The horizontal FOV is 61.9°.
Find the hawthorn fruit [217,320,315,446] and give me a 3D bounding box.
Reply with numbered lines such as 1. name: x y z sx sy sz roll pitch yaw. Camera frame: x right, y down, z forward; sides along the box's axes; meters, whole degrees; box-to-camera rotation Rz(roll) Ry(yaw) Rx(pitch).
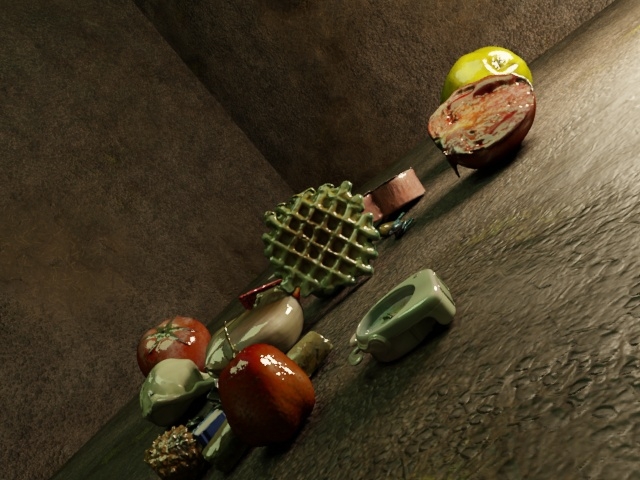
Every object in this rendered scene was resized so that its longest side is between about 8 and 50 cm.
1. hawthorn fruit: -0.108 0.234 0.885 0.162 0.203 0.162 -38 8 6

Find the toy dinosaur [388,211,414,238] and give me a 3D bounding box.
1. toy dinosaur: 0.231 -0.041 1.550 0.080 0.045 0.197 -54 0 -4

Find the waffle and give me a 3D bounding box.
1. waffle: 0.000 0.000 1.424 0.309 0.292 0.056 -20 -12 3

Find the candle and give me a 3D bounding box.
1. candle: 0.215 -0.123 1.894 0.316 0.131 0.287 -30 1 10

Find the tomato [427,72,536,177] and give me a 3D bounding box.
1. tomato: 0.460 -0.304 1.467 0.308 0.170 0.309 -23 48 28

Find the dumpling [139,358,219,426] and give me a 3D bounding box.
1. dumpling: -0.421 0.459 1.622 0.242 0.187 0.318 -1 6 -20

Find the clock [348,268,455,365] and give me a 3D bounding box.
1. clock: 0.124 0.132 0.864 0.191 0.062 0.151 -40 7 14

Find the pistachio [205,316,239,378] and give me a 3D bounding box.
1. pistachio: -0.260 0.313 1.585 0.144 0.144 0.215 -35 5 41

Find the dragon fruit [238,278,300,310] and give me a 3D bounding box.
1. dragon fruit: -0.127 0.186 1.821 0.274 0.126 0.161 -25 4 35

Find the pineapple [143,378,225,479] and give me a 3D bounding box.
1. pineapple: -0.224 0.371 1.047 0.237 0.111 0.119 -41 -21 -18

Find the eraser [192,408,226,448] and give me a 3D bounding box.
1. eraser: -0.190 0.365 0.992 0.027 0.085 0.063 2 37 49

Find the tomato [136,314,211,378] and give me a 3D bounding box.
1. tomato: -0.506 0.408 1.895 0.265 0.265 0.265 -40 6 5

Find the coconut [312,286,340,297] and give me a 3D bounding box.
1. coconut: 0.001 0.051 1.550 0.236 0.236 0.204 -40 -6 5

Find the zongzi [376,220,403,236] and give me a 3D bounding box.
1. zongzi: 0.218 -0.041 1.684 0.083 0.040 0.076 -29 -2 -6

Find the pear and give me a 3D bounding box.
1. pear: 0.557 -0.499 1.856 0.287 0.287 0.375 -43 -8 -20

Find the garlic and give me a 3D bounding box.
1. garlic: -0.163 0.246 1.424 0.279 0.132 0.325 -34 16 36

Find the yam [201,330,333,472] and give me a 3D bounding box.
1. yam: -0.093 0.293 1.004 0.071 0.067 0.317 11 47 46

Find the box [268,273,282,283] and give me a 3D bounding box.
1. box: -0.124 0.135 2.305 0.135 0.081 0.199 -43 9 -33
